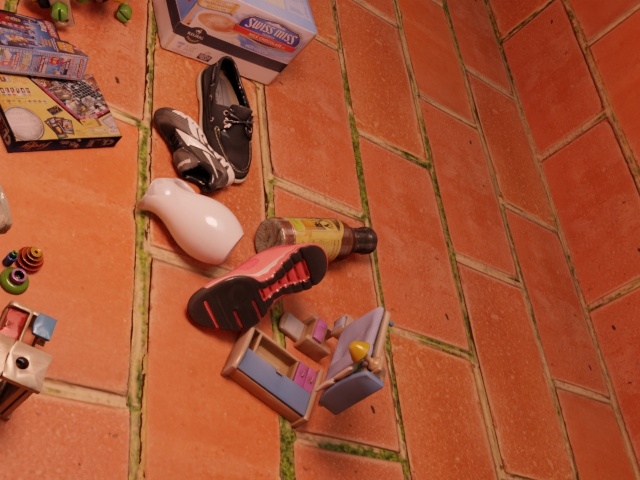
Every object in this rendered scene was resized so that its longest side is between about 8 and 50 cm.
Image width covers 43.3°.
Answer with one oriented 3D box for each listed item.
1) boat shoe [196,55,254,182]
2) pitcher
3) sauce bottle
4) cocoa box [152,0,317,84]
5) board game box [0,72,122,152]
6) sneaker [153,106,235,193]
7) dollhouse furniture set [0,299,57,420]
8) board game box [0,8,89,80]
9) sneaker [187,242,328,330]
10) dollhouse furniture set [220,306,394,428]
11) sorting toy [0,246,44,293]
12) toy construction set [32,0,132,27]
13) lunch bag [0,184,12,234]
[{"bbox_3d":[-0.213,-0.301,1.935,0.127,0.113,0.340,17,49,-38],"label":"boat shoe"},{"bbox_3d":[-0.259,-0.052,1.696,0.207,0.125,0.178,37,23,-1],"label":"pitcher"},{"bbox_3d":[0.000,0.000,1.920,0.344,0.111,0.111,0,61,-48],"label":"sauce bottle"},{"bbox_3d":[-0.221,-0.595,2.069,0.347,0.228,0.231,13,52,-40],"label":"cocoa box"},{"bbox_3d":[-0.539,-0.261,1.624,0.243,0.042,0.165,-11,69,-49],"label":"board game box"},{"bbox_3d":[-0.294,-0.197,1.796,0.234,0.078,0.106,48,35,-8],"label":"sneaker"},{"bbox_3d":[-0.494,0.156,1.261,0.129,0.129,0.183,31,43,-25],"label":"dollhouse furniture set"},{"bbox_3d":[-0.580,-0.391,1.635,0.194,0.060,0.194,8,32,-34],"label":"board game box"},{"bbox_3d":[-0.139,0.093,1.683,0.314,0.136,0.116,-24,109,-23],"label":"sneaker"},{"bbox_3d":[-0.002,0.181,1.610,0.198,0.303,0.286,40,39,-16],"label":"dollhouse furniture set"},{"bbox_3d":[-0.518,0.042,1.402,0.061,0.042,0.102,37,40,-19],"label":"sorting toy"},{"bbox_3d":[-0.490,-0.589,1.737,0.257,0.309,0.237,18,48,-25],"label":"toy construction set"},{"bbox_3d":[-0.657,-0.087,1.260,0.287,0.169,0.235,54,37,10],"label":"lunch bag"}]
